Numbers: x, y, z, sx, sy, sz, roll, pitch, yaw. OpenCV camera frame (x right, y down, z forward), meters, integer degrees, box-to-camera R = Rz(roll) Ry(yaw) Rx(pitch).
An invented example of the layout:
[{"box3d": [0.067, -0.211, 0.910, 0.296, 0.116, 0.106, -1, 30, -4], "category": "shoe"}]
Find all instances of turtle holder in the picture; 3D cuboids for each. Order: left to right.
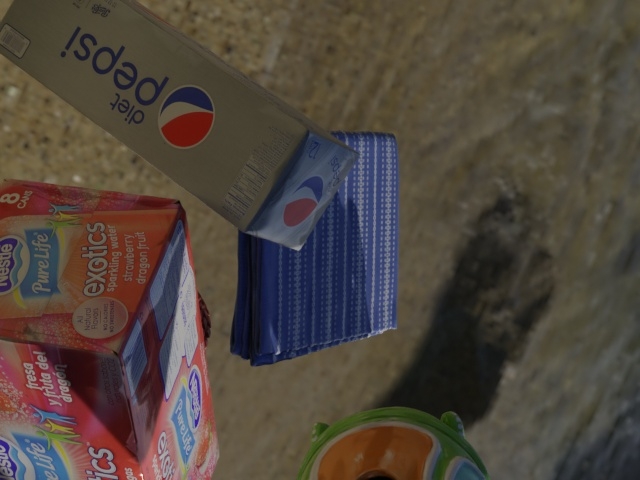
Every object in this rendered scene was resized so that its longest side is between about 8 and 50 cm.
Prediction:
[{"box3d": [0.077, 0.360, 1.781, 0.227, 0.243, 0.320, -82, -175, -73], "category": "turtle holder"}]

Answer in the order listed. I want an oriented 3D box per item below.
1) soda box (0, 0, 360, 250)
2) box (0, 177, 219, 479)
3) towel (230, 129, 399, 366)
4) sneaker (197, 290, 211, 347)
[{"box3d": [-0.114, -0.109, 1.204, 0.091, 0.286, 0.098, -58, 155, 7], "category": "soda box"}, {"box3d": [-0.171, 0.116, 1.165, 0.300, 0.142, 0.154, 87, 16, -46], "category": "box"}, {"box3d": [0.000, 0.000, 1.728, 0.336, 0.040, 0.243, -6, 98, -61], "category": "towel"}, {"box3d": [-0.201, 0.127, 1.768, 0.088, 0.093, 0.225, 57, 44, -28], "category": "sneaker"}]
